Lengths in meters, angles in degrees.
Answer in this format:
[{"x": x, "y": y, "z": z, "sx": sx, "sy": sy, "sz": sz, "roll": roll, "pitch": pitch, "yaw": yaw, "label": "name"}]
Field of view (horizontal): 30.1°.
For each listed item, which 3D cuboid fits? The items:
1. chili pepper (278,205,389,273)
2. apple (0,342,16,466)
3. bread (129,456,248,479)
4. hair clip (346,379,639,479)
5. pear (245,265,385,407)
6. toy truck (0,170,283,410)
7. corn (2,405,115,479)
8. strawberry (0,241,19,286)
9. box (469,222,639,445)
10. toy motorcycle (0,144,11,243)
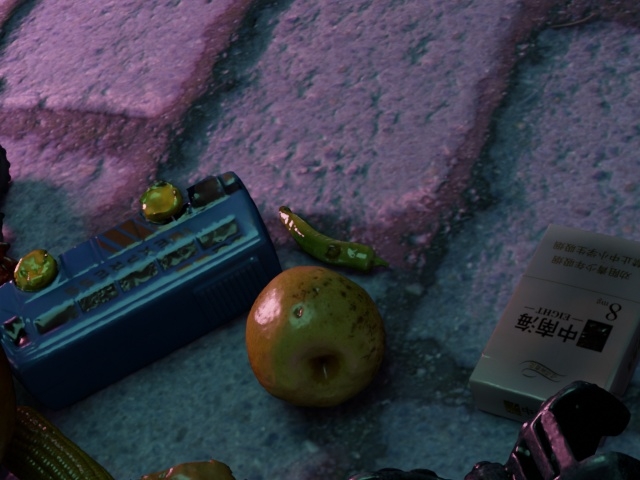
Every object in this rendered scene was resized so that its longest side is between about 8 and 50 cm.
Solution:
[{"x": -0.001, "y": 0.000, "z": 1.578, "sx": 0.208, "sy": 0.043, "sz": 0.049, "roll": 28, "pitch": 77, "yaw": 38, "label": "chili pepper"}, {"x": -0.549, "y": 0.196, "z": 1.341, "sx": 0.374, "sy": 0.374, "sz": 0.384, "roll": 23, "pitch": 63, "yaw": 35, "label": "apple"}, {"x": -0.178, "y": 0.340, "z": 1.287, "sx": 0.228, "sy": 0.143, "sz": 0.140, "roll": -23, "pitch": 56, "yaw": 6, "label": "bread"}, {"x": 0.177, "y": 0.271, "z": 1.156, "sx": 0.310, "sy": 0.206, "sz": 0.194, "roll": -23, "pitch": 40, "yaw": 7, "label": "hair clip"}, {"x": -0.008, "y": 0.110, "z": 1.412, "sx": 0.178, "sy": 0.178, "sz": 0.178, "roll": -11, "pitch": 47, "yaw": 12, "label": "pear"}, {"x": -0.243, "y": 0.064, "z": 1.539, "sx": 0.384, "sy": 0.161, "sz": 0.162, "roll": -27, "pitch": 55, "yaw": -5, "label": "toy truck"}, {"x": -0.316, "y": 0.277, "z": 1.434, "sx": 0.231, "sy": 0.080, "sz": 0.080, "roll": 30, "pitch": 65, "yaw": 34, "label": "corn"}, {"x": -0.479, "y": 0.113, "z": 1.588, "sx": 0.098, "sy": 0.174, "sz": 0.228, "roll": 30, "pitch": 68, "yaw": 17, "label": "strawberry"}, {"x": 0.288, "y": 0.101, "z": 1.356, "sx": 0.155, "sy": 0.067, "sz": 0.243, "roll": 14, "pitch": 56, "yaw": 33, "label": "box"}, {"x": -0.570, "y": -0.036, "z": 1.701, "sx": 0.172, "sy": 0.232, "sz": 0.416, "roll": -11, "pitch": 46, "yaw": 28, "label": "toy motorcycle"}]
